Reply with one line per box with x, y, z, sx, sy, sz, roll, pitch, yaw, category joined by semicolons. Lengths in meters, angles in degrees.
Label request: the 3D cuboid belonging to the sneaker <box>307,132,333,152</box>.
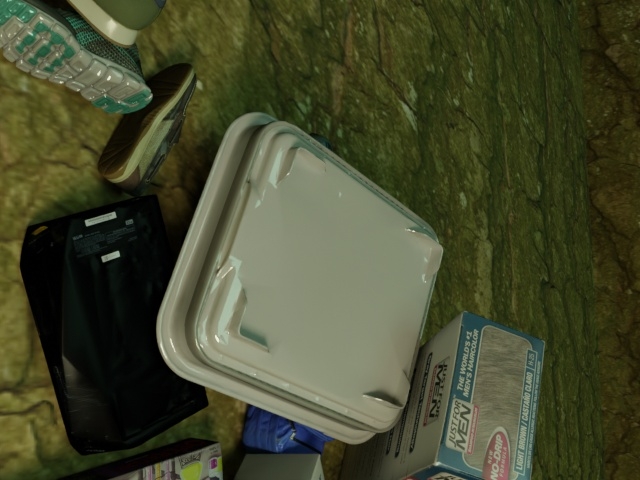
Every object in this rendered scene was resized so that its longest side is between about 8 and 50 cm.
0.024;-0.008;0.918;0.104;0.125;0.261;-7;91;-52;sneaker

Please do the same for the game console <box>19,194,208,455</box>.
-0.109;0.048;0.735;0.361;0.044;0.213;-21;104;-45;game console

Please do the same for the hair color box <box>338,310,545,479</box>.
0.127;0.236;0.874;0.105;0.347;0.173;21;59;-6;hair color box

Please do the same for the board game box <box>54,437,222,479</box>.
-0.203;0.303;0.600;0.347;0.056;0.208;0;90;-58;board game box

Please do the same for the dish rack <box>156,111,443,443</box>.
0.012;0.047;0.767;0.333;0.072;0.285;31;68;-37;dish rack

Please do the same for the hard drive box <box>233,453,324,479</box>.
-0.041;0.366;0.740;0.181;0.089;0.232;-63;145;-63;hard drive box

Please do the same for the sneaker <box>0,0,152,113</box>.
-0.220;-0.177;0.644;0.166;0.065;0.076;33;42;-55;sneaker

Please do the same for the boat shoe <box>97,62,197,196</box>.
-0.163;-0.110;0.719;0.152;0.056;0.049;-62;143;-26;boat shoe

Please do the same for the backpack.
-0.032;0.200;0.834;0.098;0.101;0.120;38;56;-37;backpack

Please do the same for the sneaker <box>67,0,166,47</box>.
-0.204;-0.254;0.598;0.192;0.086;0.064;41;24;-26;sneaker
